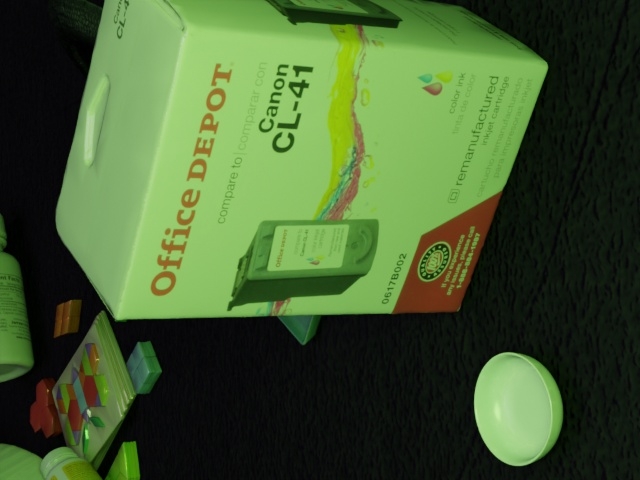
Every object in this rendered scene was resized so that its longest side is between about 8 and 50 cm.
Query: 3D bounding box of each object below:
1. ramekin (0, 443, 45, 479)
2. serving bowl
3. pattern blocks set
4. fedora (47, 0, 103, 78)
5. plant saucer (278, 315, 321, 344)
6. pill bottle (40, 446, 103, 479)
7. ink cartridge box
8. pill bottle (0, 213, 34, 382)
[{"bbox_3d":[-0.417,0.392,1.584,0.277,0.135,0.277,8,109,24],"label":"ramekin"},{"bbox_3d":[0.151,0.124,0.933,0.083,0.027,0.083,0,90,56],"label":"serving bowl"},{"bbox_3d":[-0.289,0.197,1.577,0.285,0.026,0.325,54,132,40],"label":"pattern blocks set"},{"bbox_3d":[-0.091,-0.154,1.141,0.152,0.334,0.334,-49,38,-8],"label":"fedora"},{"bbox_3d":[0.000,0.000,1.162,0.067,0.018,0.192,46,126,45],"label":"plant saucer"},{"bbox_3d":[-0.291,0.302,1.509,0.116,0.065,0.065,43,125,40],"label":"pill bottle"},{"bbox_3d":[-0.013,-0.065,0.925,0.131,0.306,0.226,45,127,46],"label":"ink cartridge box"},{"bbox_3d":[-0.482,0.079,1.764,0.131,0.131,0.229,-34,63,51],"label":"pill bottle"}]
